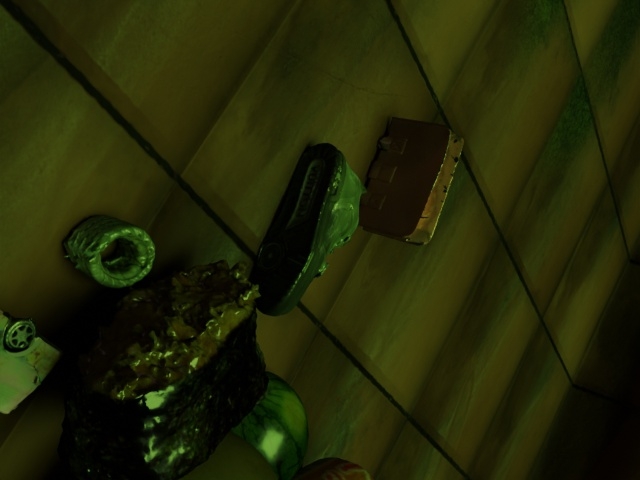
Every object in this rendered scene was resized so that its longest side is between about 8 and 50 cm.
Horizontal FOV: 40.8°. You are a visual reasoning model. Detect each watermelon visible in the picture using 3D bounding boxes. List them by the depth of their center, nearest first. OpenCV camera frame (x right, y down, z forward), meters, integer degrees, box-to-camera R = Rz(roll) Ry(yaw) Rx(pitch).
[{"bbox_3d":[-0.088,0.339,1.435,0.204,0.127,0.232,-39,138,-46],"label":"watermelon"}]

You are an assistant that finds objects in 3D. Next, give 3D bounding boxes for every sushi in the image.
[{"bbox_3d":[-0.212,0.161,1.101,0.348,0.234,0.207,-49,142,-66],"label":"sushi"}]

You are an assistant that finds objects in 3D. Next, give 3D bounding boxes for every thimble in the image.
[{"bbox_3d":[-0.268,0.015,1.093,0.110,0.062,0.084,-1,107,-53],"label":"thimble"}]

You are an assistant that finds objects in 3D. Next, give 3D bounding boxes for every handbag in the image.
[{"bbox_3d":[0.154,-0.107,1.533,0.059,0.157,0.212,24,85,-47],"label":"handbag"}]

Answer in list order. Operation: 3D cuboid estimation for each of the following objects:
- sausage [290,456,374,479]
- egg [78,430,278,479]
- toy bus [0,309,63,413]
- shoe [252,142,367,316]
[{"bbox_3d":[-0.038,0.528,1.504,0.287,0.233,0.233,-9,113,-52],"label":"sausage"},{"bbox_3d":[-0.209,0.417,1.148,0.374,0.301,0.301,-53,142,-36],"label":"egg"},{"bbox_3d":[-0.403,0.088,0.921,0.112,0.090,0.274,-55,141,-13],"label":"toy bus"},{"bbox_3d":[-0.002,0.000,1.406,0.149,0.109,0.293,31,75,-49],"label":"shoe"}]
